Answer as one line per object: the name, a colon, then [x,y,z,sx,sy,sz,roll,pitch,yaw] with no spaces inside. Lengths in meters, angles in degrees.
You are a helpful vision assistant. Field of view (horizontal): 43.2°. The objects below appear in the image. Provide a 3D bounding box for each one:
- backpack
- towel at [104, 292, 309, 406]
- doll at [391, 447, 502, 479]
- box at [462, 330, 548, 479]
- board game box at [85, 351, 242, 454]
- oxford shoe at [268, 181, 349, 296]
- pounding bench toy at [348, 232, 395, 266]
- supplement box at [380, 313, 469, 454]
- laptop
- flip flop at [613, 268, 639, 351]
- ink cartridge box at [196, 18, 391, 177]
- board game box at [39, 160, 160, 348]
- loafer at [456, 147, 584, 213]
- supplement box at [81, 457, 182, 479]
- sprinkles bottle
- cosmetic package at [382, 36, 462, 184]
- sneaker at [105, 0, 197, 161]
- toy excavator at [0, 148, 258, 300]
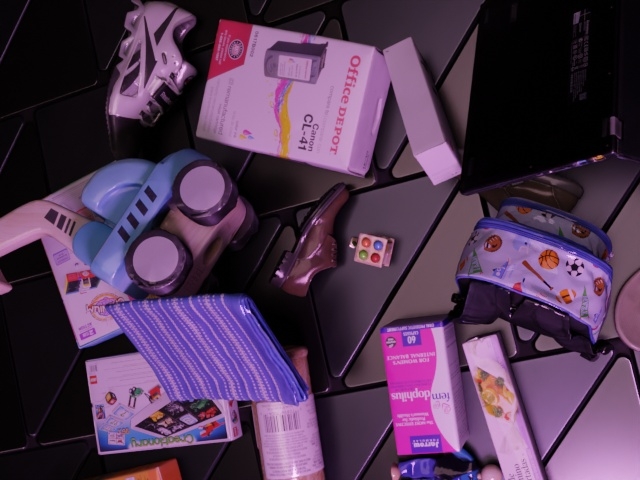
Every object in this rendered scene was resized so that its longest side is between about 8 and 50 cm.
backpack: [0.337,0.055,1.260,0.276,0.263,0.213,15,86,19]
towel: [-0.199,0.193,1.390,0.335,0.040,0.243,-7,124,36]
doll: [0.224,0.419,1.416,0.188,0.046,0.129,-11,94,16]
box: [0.321,0.316,1.371,0.063,0.067,0.324,-19,85,19]
board game box: [-0.314,0.310,1.599,0.305,0.053,0.193,-10,86,19]
oxford shoe: [0.000,0.000,1.487,0.096,0.083,0.227,29,98,-6]
pounding bench toy: [0.082,0.013,1.453,0.083,0.065,0.052,13,95,19]
supplement box: [0.182,0.246,1.396,0.111,0.114,0.220,-9,89,18]
laptop: [0.465,-0.235,1.262,0.407,0.236,0.382,-14,56,44]
flip flop: [0.575,0.060,1.274,0.277,0.080,0.112,-46,77,14]
ink cartridge box: [-0.048,-0.259,1.465,0.306,0.131,0.226,14,95,20]
board game box: [-0.430,0.027,1.633,0.242,0.064,0.317,-23,83,18]
loafer: [0.308,-0.090,1.359,0.251,0.094,0.088,19,92,18]
supplement box: [-0.395,0.501,1.616,0.233,0.078,0.080,-19,84,18]
sprinkles bottle: [-0.056,0.374,1.474,0.121,0.121,0.356,-10,87,19]
cosmetic package: [0.171,-0.219,1.353,0.060,0.099,0.239,-24,56,19]
sneaker: [-0.319,-0.303,1.558,0.146,0.122,0.331,10,88,6]
toy excavator: [-0.402,-0.017,1.484,0.445,0.222,0.433,30,81,16]
